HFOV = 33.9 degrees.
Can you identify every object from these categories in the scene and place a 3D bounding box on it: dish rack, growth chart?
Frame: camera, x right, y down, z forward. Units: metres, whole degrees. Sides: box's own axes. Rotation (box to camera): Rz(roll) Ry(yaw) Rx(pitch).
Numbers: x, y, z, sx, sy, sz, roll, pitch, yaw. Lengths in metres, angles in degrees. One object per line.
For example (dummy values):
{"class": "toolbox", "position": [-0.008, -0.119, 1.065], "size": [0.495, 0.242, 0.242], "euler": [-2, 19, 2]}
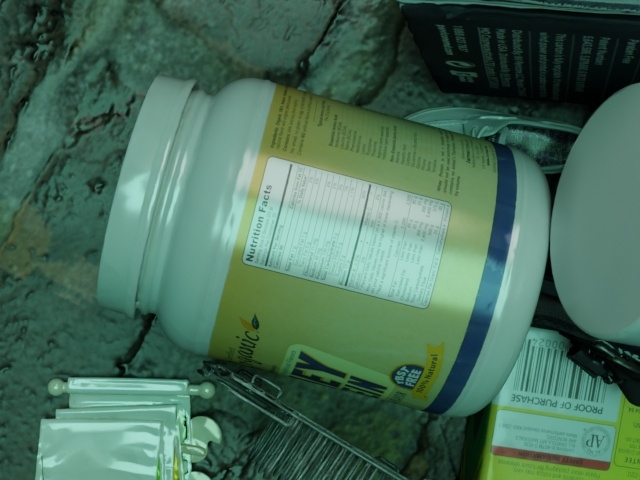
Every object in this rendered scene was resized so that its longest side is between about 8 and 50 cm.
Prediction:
{"class": "dish rack", "position": [0.006, 0.190, 0.870], "size": [0.272, 0.208, 0.074], "euler": [33, 79, -4]}
{"class": "growth chart", "position": [-0.184, 0.233, 0.946], "size": [0.172, 0.021, 0.237], "euler": [10, 92, -4]}

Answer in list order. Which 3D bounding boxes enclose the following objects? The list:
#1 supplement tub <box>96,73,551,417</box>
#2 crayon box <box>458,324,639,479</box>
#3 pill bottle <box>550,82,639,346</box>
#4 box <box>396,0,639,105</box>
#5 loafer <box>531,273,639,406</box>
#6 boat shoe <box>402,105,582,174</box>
{"class": "supplement tub", "position": [0.000, 0.000, 0.845], "size": [0.316, 0.228, 0.228], "euler": [15, 91, -4]}
{"class": "crayon box", "position": [0.226, 0.237, 0.942], "size": [0.202, 0.081, 0.318], "euler": [10, 91, -5]}
{"class": "pill bottle", "position": [0.363, 0.010, 0.729], "size": [0.363, 0.210, 0.210], "euler": [10, 92, -16]}
{"class": "box", "position": [0.330, -0.343, 0.752], "size": [0.472, 0.297, 0.479], "euler": [7, 88, 14]}
{"class": "loafer", "position": [0.294, 0.109, 0.852], "size": [0.303, 0.109, 0.095], "euler": [18, 95, -8]}
{"class": "boat shoe", "position": [0.153, -0.083, 0.933], "size": [0.184, 0.063, 0.066], "euler": [8, 92, -4]}
